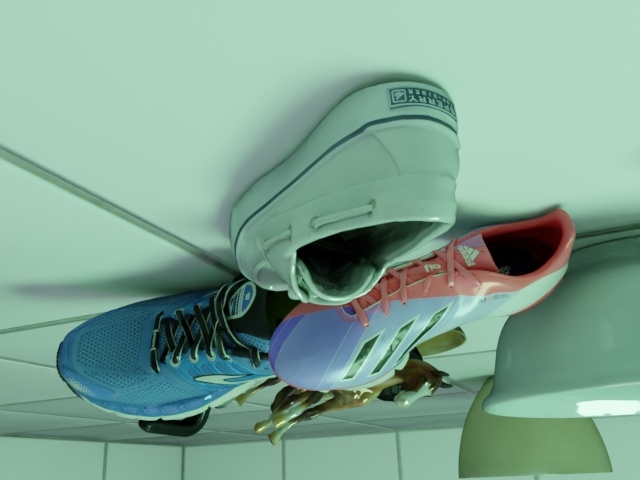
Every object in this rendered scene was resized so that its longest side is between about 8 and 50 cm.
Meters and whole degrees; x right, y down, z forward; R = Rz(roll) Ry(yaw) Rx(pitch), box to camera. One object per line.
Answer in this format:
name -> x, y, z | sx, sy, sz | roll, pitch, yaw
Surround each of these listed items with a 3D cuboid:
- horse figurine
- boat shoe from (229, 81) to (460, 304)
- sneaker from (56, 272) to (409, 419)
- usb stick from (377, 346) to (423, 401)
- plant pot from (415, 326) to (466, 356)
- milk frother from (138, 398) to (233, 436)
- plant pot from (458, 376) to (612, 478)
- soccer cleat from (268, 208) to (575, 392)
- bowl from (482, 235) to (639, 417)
horse figurine -> 0.006, 0.164, 0.734 | 0.174, 0.066, 0.263 | -24, 180, -20
boat shoe -> 0.000, 0.000, 0.421 | 0.095, 0.084, 0.258 | 4, 158, -18
sneaker -> -0.080, 0.075, 0.598 | 0.330, 0.130, 0.147 | -9, 150, 0
usb stick -> 0.100, 0.185, 0.900 | 0.077, 0.045, 0.278 | 2, 161, 8
plant pot -> 0.062, 0.119, 0.826 | 0.236, 0.032, 0.236 | -1, 160, -1
milk frother -> -0.214, 0.189, 0.923 | 0.134, 0.129, 0.143 | 21, -168, -46
plant pot -> 0.407, 0.364, 1.296 | 0.284, 0.191, 0.284 | -1, 160, 0
soccer cleat -> 0.078, 0.037, 0.487 | 0.248, 0.083, 0.095 | -15, 146, -19
bowl -> 0.292, 0.081, 0.602 | 0.297, 0.134, 0.298 | -2, 159, -1
